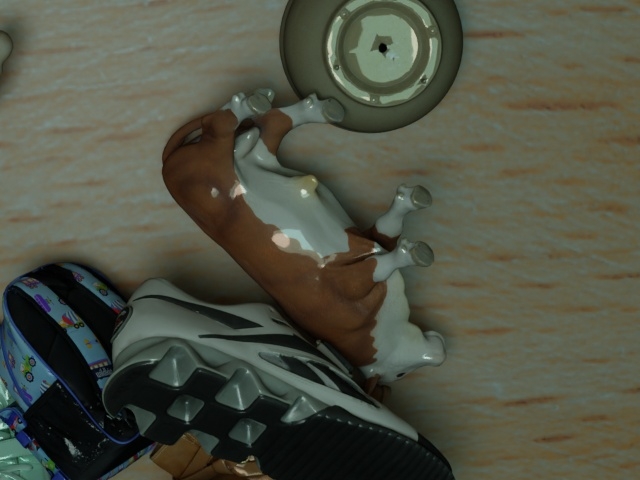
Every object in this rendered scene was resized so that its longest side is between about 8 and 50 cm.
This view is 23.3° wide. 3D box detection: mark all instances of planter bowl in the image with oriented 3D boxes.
[{"bbox_3d":[0.048,-0.166,1.315,0.162,0.109,0.162,-1,100,-4],"label":"planter bowl"}]

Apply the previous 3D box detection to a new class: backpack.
[{"bbox_3d":[-0.207,0.109,1.328,0.173,0.158,0.117,46,122,8],"label":"backpack"}]

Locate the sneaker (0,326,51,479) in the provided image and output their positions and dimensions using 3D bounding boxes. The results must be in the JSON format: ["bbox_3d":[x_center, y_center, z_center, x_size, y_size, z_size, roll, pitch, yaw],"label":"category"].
[{"bbox_3d":[-0.274,0.193,1.336,0.094,0.151,0.256,-19,100,1],"label":"sneaker"}]

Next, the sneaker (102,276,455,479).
[{"bbox_3d":[-0.022,0.125,1.298,0.330,0.146,0.122,30,123,-24],"label":"sneaker"}]

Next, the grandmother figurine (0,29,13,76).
[{"bbox_3d":[-0.352,-0.154,1.300,0.208,0.104,0.342,7,104,22],"label":"grandmother figurine"}]

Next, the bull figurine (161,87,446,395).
[{"bbox_3d":[0.000,0.000,1.320,0.310,0.101,0.188,40,133,-4],"label":"bull figurine"}]

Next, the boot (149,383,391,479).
[{"bbox_3d":[-0.044,0.172,1.391,0.152,0.073,0.197,39,93,-6],"label":"boot"}]
